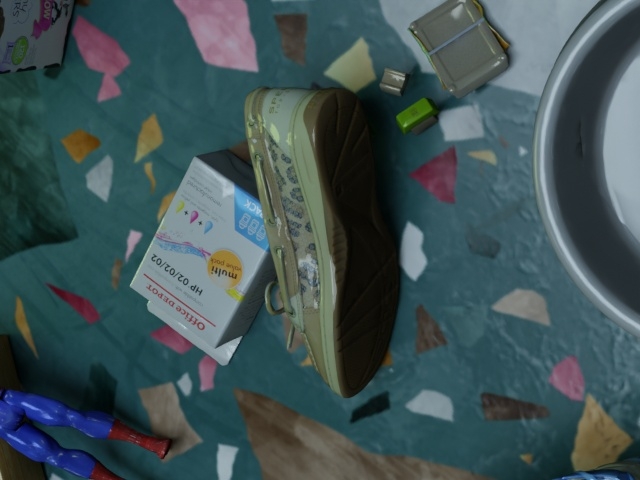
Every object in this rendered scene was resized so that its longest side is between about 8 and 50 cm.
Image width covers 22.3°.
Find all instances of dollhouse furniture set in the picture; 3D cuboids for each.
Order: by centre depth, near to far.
[{"bbox_3d":[0.086,-0.138,1.376,0.151,0.058,0.076,-33,77,7],"label":"dollhouse furniture set"}]

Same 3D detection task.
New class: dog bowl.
[{"bbox_3d":[0.320,-0.064,1.237,0.348,0.102,0.349,5,102,24],"label":"dog bowl"}]

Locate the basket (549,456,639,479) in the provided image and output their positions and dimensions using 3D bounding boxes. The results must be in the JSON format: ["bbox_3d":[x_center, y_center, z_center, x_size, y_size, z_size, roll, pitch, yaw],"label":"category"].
[{"bbox_3d":[0.187,0.290,1.258,0.254,0.289,0.201,-31,81,30],"label":"basket"}]

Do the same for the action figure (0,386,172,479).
[{"bbox_3d":[-0.283,0.167,1.494,0.280,0.139,0.091,23,93,1],"label":"action figure"}]

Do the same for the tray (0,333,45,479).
[{"bbox_3d":[-0.361,0.314,1.644,0.202,0.076,0.411,-12,94,27],"label":"tray"}]

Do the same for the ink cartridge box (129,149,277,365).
[{"bbox_3d":[-0.099,0.022,1.470,0.104,0.061,0.181,35,113,16],"label":"ink cartridge box"}]

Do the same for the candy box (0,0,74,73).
[{"bbox_3d":[-0.294,-0.234,1.439,0.070,0.196,0.165,21,108,21],"label":"candy box"}]

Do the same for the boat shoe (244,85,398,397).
[{"bbox_3d":[0.000,0.000,1.383,0.089,0.104,0.285,10,119,32],"label":"boat shoe"}]
